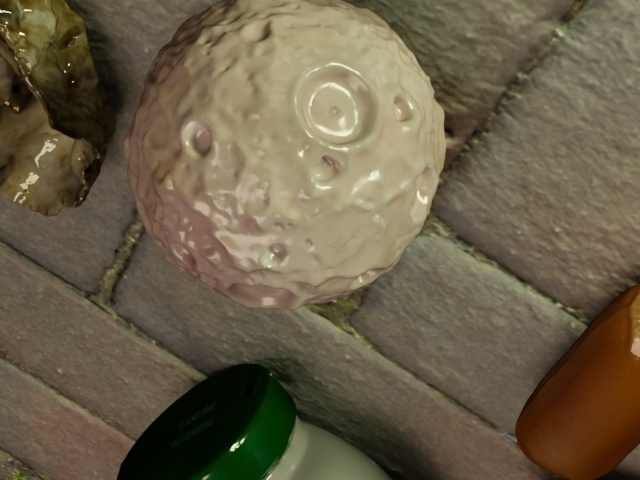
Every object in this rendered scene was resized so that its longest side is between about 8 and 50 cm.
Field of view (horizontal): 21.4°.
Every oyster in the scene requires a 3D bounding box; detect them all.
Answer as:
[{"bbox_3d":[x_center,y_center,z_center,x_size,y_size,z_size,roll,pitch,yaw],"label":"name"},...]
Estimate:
[{"bbox_3d":[-0.263,-0.142,1.559,0.166,0.110,0.341,18,144,26],"label":"oyster"}]

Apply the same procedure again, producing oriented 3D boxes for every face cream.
[{"bbox_3d":[-0.032,0.327,1.830,0.312,0.219,0.357,-17,119,47],"label":"face cream"}]

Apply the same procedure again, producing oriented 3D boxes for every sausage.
[{"bbox_3d":[0.260,0.130,1.508,0.105,0.105,0.274,30,143,2],"label":"sausage"}]

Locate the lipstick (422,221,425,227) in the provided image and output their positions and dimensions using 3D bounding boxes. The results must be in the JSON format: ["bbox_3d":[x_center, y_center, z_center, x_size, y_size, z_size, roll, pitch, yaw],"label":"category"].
[{"bbox_3d":[0.000,0.000,1.581,0.053,0.053,0.234,47,142,-19],"label":"lipstick"}]

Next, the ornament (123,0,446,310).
[{"bbox_3d":[-0.026,-0.073,1.343,0.259,0.259,0.225,38,156,-8],"label":"ornament"}]

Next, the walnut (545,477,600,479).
[{"bbox_3d":[0.292,0.308,1.667,0.245,0.137,0.137,28,144,20],"label":"walnut"}]
